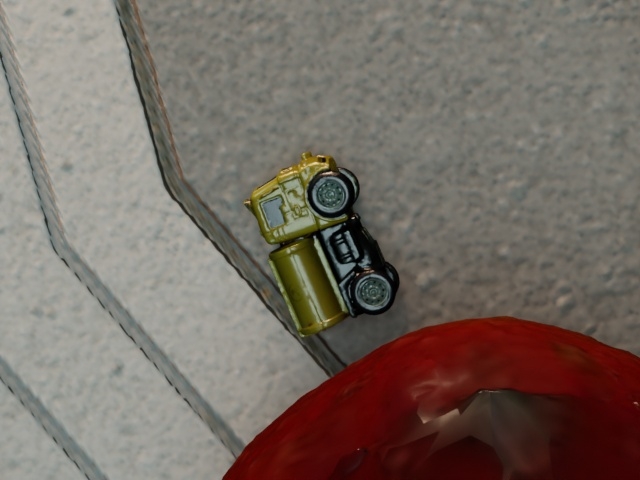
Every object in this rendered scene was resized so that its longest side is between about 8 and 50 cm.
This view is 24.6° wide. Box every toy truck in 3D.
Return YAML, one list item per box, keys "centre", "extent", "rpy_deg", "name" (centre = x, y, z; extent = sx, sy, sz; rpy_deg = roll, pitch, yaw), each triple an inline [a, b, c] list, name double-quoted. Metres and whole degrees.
- centre: [0.000, 0.000, 0.708]
  extent: [0.054, 0.049, 0.083]
  rpy_deg: [-22, 93, 7]
  name: "toy truck"

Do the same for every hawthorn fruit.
- centre: [0.063, 0.152, 0.557]
  extent: [0.284, 0.369, 0.285]
  rpy_deg: [-4, 68, 11]
  name: "hawthorn fruit"
